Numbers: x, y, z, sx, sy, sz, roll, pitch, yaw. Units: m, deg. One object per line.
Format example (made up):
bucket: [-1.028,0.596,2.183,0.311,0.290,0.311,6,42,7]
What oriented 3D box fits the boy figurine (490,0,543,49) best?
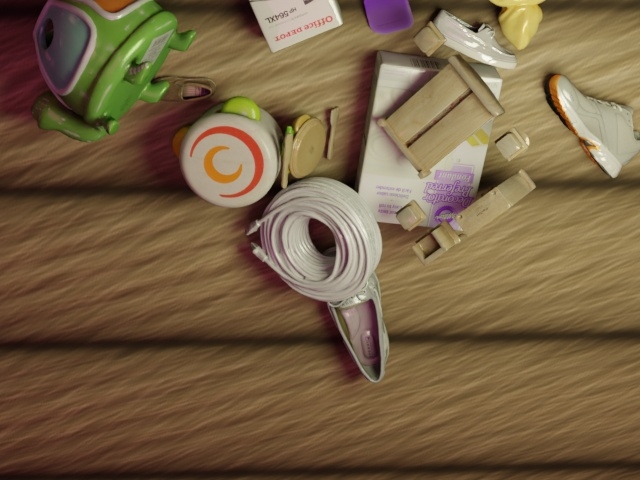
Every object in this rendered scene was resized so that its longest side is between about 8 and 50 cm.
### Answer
boy figurine: [0.371,-0.496,1.835,0.177,0.092,0.285,-11,118,3]

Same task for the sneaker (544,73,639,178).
sneaker: [0.547,-0.249,1.976,0.121,0.099,0.262,-41,119,9]

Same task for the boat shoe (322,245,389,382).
boat shoe: [0.080,0.157,2.153,0.118,0.103,0.320,-13,117,4]

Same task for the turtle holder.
turtle holder: [-0.402,-0.333,1.838,0.227,0.243,0.320,38,150,-1]

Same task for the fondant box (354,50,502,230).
fondant box: [0.205,-0.193,1.983,0.239,0.096,0.330,6,118,-5]

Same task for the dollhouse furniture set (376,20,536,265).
dollhouse furniture set: [0.229,-0.186,1.913,0.303,0.174,0.355,-39,84,29]

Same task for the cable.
cable: [0.000,0.000,2.015,0.257,0.089,0.257,49,128,4]

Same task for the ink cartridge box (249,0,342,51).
ink cartridge box: [-0.061,-0.470,1.835,0.148,0.086,0.203,-21,115,8]

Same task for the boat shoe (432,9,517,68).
boat shoe: [0.299,-0.386,1.910,0.184,0.066,0.063,24,115,-3]

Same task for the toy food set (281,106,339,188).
toy food set: [-0.033,-0.186,1.950,0.039,0.192,0.132,22,122,24]

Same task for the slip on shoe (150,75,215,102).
slip on shoe: [-0.272,-0.290,1.945,0.136,0.041,0.051,0,117,-2]

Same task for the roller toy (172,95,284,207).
roller toy: [-0.171,-0.169,1.953,0.209,0.146,0.191,-30,104,18]

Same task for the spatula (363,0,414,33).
spatula: [0.099,-0.519,1.846,0.084,0.030,0.296,-15,117,8]
